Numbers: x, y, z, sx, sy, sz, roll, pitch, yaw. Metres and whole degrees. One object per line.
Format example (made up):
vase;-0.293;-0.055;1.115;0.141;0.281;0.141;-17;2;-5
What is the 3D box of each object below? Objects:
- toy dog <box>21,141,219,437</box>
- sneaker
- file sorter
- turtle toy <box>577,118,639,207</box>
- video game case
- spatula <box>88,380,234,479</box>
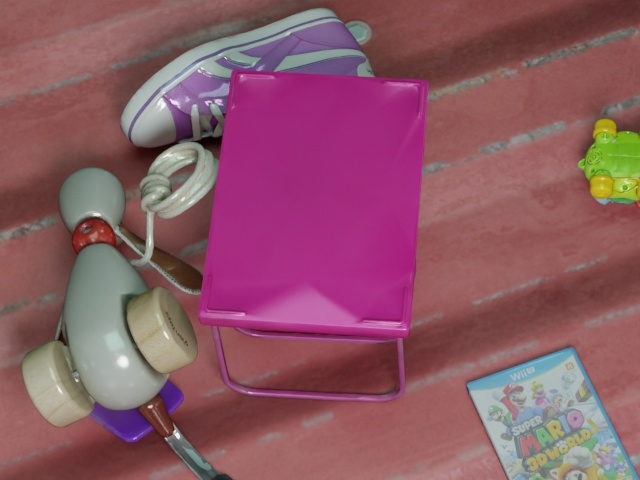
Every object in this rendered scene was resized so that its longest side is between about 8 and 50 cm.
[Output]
toy dog;-0.194;0.072;2.004;0.220;0.161;0.333;-10;42;25
sneaker;-0.068;-0.142;2.165;0.282;0.102;0.161;-26;63;-12
file sorter;0.000;0.000;2.020;0.202;0.182;0.290;3;59;5
turtle toy;0.339;-0.073;2.112;0.130;0.066;0.095;5;60;6
video game case;0.232;0.195;1.981;0.119;0.015;0.166;-19;58;-8
spatula;-0.120;0.222;1.978;0.084;0.030;0.296;-40;63;-22
